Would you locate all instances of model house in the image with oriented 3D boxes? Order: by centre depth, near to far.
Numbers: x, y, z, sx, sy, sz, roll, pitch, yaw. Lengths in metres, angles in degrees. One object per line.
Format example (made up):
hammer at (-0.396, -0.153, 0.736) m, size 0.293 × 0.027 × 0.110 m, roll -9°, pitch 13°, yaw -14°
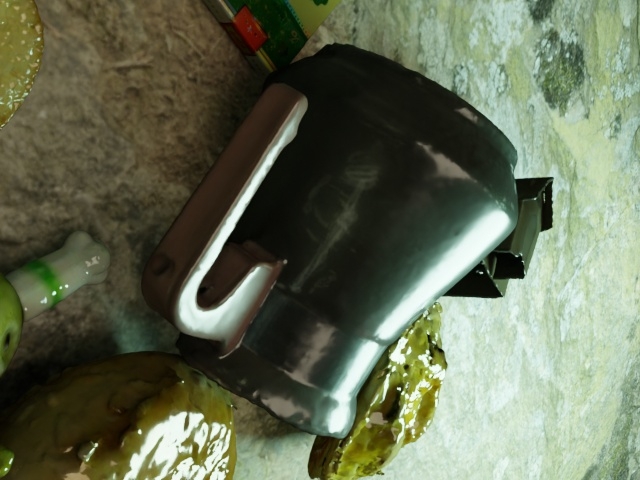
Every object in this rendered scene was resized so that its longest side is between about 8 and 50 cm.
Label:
model house at (0.233, -0.066, 0.975) m, size 0.211 × 0.204 × 0.244 m, roll 49°, pitch 54°, yaw -41°

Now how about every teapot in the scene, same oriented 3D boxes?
teapot at (0.000, 0.000, 0.692) m, size 0.362 × 0.305 × 0.376 m, roll -60°, pitch 151°, yaw 0°

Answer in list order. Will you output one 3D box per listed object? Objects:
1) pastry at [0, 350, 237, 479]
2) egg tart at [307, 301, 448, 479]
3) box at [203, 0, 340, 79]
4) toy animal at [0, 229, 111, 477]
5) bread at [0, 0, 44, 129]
pastry at (-0.222, 0.242, 0.650) m, size 0.315 × 0.184 × 0.285 m, roll -36°, pitch 134°, yaw -53°
egg tart at (0.093, 0.214, 0.894) m, size 0.297 × 0.132 × 0.297 m, roll -58°, pitch 170°, yaw -16°
box at (-0.023, -0.309, 0.747) m, size 0.235 × 0.034 × 0.132 m, roll -53°, pitch 132°, yaw -15°
toy animal at (-0.317, 0.088, 0.516) m, size 0.363 × 0.180 × 0.181 m, roll -45°, pitch 126°, yaw -24°
bread at (-0.284, -0.156, 0.493) m, size 0.134 × 0.129 × 0.260 m, roll 0°, pitch 117°, yaw -62°
